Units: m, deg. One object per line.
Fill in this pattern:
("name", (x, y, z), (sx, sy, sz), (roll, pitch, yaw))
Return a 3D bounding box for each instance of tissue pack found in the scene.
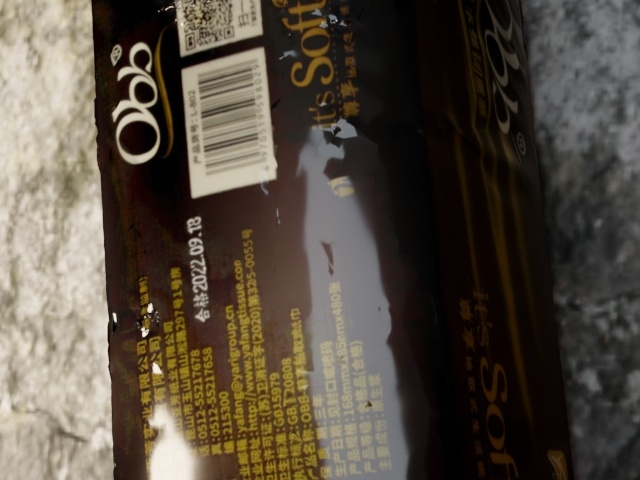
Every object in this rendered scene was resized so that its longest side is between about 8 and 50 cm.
("tissue pack", (0.000, 0.000, 0.872), (0.210, 0.198, 0.370), (-11, 77, 29))
